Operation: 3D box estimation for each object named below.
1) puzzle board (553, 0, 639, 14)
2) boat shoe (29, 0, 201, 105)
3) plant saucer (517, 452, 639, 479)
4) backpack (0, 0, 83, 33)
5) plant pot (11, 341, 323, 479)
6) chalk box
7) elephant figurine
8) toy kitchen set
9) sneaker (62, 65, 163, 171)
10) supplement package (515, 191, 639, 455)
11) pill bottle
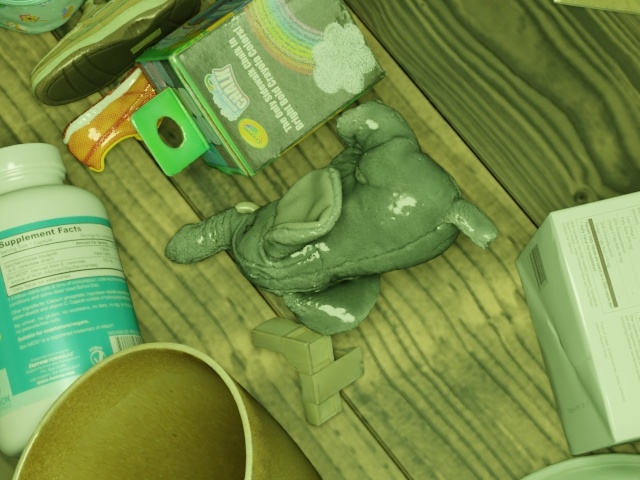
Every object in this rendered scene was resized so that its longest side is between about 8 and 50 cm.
[{"bbox_3d":[0.289,-0.293,1.271,0.096,0.011,0.128,8,78,3],"label":"puzzle board"},{"bbox_3d":[-0.210,-0.205,1.232,0.190,0.068,0.072,-36,68,-17],"label":"boat shoe"},{"bbox_3d":[0.282,0.366,1.047,0.400,0.100,0.400,2,67,-6],"label":"plant saucer"},{"bbox_3d":[-0.282,-0.303,1.208,0.166,0.144,0.188,29,83,0],"label":"backpack"},{"bbox_3d":[-0.081,0.238,1.024,0.237,0.254,0.237,-18,55,28],"label":"plant pot"},{"bbox_3d":[-0.075,-0.145,1.151,0.213,0.132,0.132,-37,109,-13],"label":"chalk box"},{"bbox_3d":[0.000,0.000,1.138,0.239,0.186,0.169,-34,90,-9],"label":"elephant figurine"},{"bbox_3d":[-0.010,0.115,1.180,0.068,0.075,0.083,-27,117,-41],"label":"toy kitchen set"},{"bbox_3d":[-0.169,-0.135,1.221,0.175,0.064,0.067,-42,101,-3],"label":"sneaker"},{"bbox_3d":[0.335,0.058,1.101,0.262,0.199,0.198,-13,78,-3],"label":"supplement package"},{"bbox_3d":[-0.246,0.051,1.130,0.146,0.146,0.264,-17,78,-3],"label":"pill bottle"}]
